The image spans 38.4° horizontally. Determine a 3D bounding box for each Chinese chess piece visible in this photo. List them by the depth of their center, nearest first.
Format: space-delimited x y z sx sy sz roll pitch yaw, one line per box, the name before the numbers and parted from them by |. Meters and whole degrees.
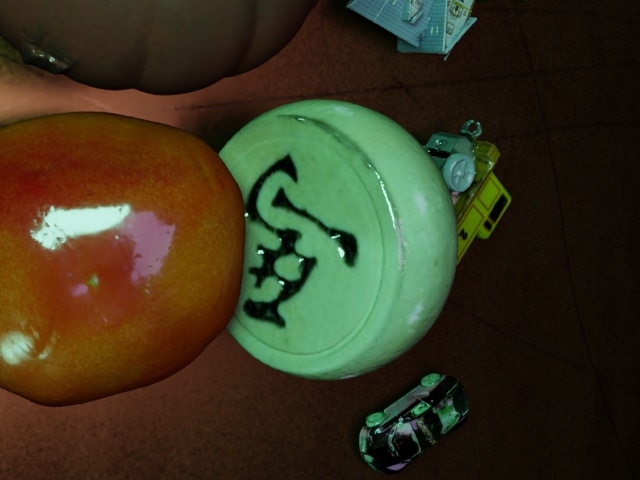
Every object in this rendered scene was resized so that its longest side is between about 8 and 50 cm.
Chinese chess piece | 0.000 0.000 0.822 0.101 0.250 0.251 -12 105 -53

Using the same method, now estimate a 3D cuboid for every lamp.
lamp | -0.134 -0.252 0.694 0.303 0.257 0.303 11 56 -17

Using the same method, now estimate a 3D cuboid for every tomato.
tomato | -0.182 0.016 0.745 0.259 0.180 0.260 -1 99 -8

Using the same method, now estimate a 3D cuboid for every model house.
model house | 0.105 -0.240 0.927 0.167 0.117 0.088 22 90 -34

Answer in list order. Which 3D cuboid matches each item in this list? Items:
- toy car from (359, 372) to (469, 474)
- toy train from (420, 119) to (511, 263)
toy car | 0.108 0.207 1.028 0.142 0.055 0.069 -30 108 -24
toy train | 0.124 -0.026 0.985 0.127 0.089 0.219 42 75 -38
